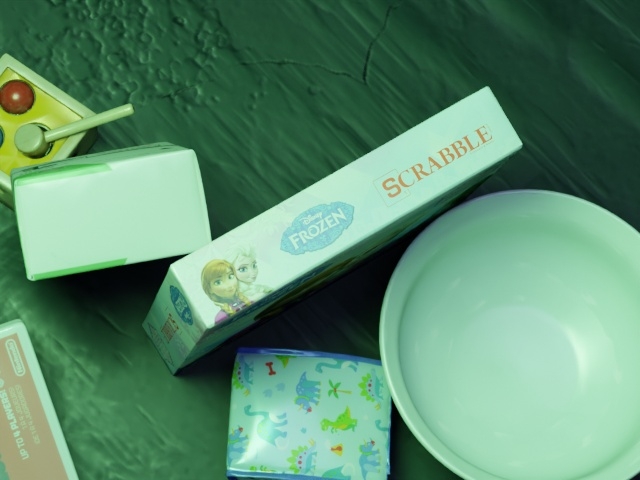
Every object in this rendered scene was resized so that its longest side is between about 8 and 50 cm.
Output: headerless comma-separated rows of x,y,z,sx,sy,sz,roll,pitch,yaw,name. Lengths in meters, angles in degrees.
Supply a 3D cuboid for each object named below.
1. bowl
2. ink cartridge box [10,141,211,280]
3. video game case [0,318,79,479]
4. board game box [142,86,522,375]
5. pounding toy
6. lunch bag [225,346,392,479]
0.195,0.110,1.858,0.297,0.134,0.298,2,74,-5,bowl
-0.193,-0.030,1.747,0.160,0.219,0.093,-10,97,-10,ink cartridge box
-0.373,0.212,1.777,0.285,0.025,0.204,-20,104,-11,video game case
0.000,0.000,1.771,0.318,0.318,0.066,-30,85,-13,board game box
-0.272,-0.101,1.883,0.141,0.100,0.130,34,73,4,pounding toy
-0.008,0.172,1.837,0.151,0.096,0.129,2,73,4,lunch bag
